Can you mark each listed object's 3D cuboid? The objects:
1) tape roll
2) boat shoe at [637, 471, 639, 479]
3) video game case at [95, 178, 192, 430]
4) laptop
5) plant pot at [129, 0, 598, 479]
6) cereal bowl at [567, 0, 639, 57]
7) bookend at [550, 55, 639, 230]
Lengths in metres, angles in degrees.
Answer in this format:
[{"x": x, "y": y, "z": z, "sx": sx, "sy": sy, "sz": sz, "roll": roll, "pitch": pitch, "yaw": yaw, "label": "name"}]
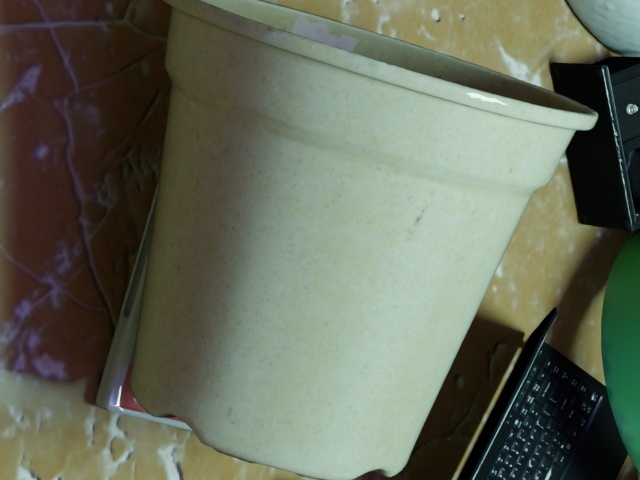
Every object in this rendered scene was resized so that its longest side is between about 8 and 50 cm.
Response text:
[{"x": 0.394, "y": 0.120, "z": 1.769, "sx": 0.321, "sy": 0.077, "sz": 0.321, "roll": 16, "pitch": 66, "yaw": -38, "label": "tape roll"}, {"x": 0.362, "y": 0.259, "z": 1.819, "sx": 0.116, "sy": 0.099, "sz": 0.319, "roll": 21, "pitch": 83, "yaw": -30, "label": "boat shoe"}, {"x": -0.056, "y": 0.021, "z": 1.558, "sx": 0.204, "sy": 0.025, "sz": 0.285, "roll": 18, "pitch": 87, "yaw": -34, "label": "video game case"}, {"x": 0.201, "y": 0.211, "z": 1.685, "sx": 0.264, "sy": 0.136, "sz": 0.234, "roll": 36, "pitch": 77, "yaw": -32, "label": "laptop"}, {"x": 0.000, "y": 0.000, "z": 1.412, "sx": 0.334, "sy": 0.334, "sz": 0.305, "roll": 11, "pitch": 101, "yaw": -34, "label": "plant pot"}, {"x": 0.369, "y": -0.324, "z": 1.726, "sx": 0.339, "sy": 0.141, "sz": 0.339, "roll": -5, "pitch": 100, "yaw": -34, "label": "cereal bowl"}, {"x": 0.306, "y": -0.108, "z": 1.752, "sx": 0.157, "sy": 0.072, "sz": 0.156, "roll": -21, "pitch": 107, "yaw": -30, "label": "bookend"}]
